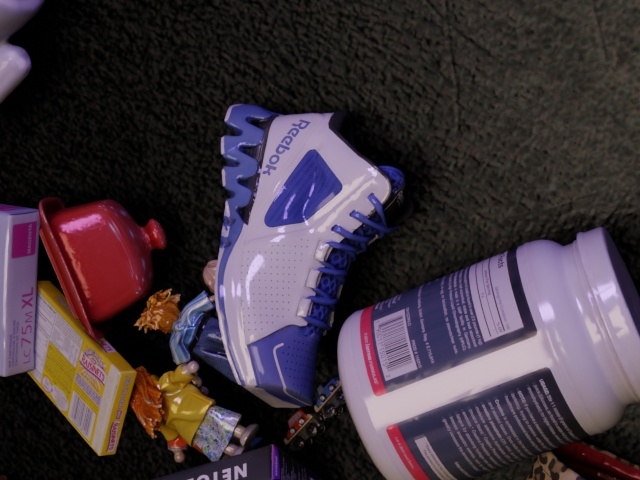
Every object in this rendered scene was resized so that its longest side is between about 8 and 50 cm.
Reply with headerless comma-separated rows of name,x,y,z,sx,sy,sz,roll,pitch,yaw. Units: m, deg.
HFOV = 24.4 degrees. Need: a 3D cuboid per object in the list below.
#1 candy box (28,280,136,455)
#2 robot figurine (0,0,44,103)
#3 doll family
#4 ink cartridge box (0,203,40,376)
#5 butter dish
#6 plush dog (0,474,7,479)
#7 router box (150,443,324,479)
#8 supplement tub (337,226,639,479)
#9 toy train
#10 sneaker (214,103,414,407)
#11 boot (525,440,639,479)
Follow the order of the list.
candy box,-0.271,0.137,1.620,0.206,0.027,0.105,39,118,43
robot figurine,-0.437,-0.259,1.588,0.353,0.200,0.300,-36,88,22
doll family,-0.123,0.132,1.564,0.163,0.118,0.263,28,105,13
ink cartridge box,-0.460,0.038,1.697,0.311,0.065,0.185,9,100,31
butter dish,-0.222,0.013,1.588,0.118,0.160,0.160,-21,93,-1
plush dog,-0.421,0.398,1.706,0.225,0.210,0.262,-12,96,-3
router box,-0.091,0.281,1.570,0.179,0.133,0.046,-19,53,23
supplement tub,0.171,0.114,1.396,0.272,0.191,0.191,-22,89,15
toy train,-0.017,0.199,1.584,0.158,0.027,0.036,-48,69,21
sneaker,0.000,-0.001,1.463,0.182,0.127,0.315,-7,72,17
boot,0.306,0.386,1.428,0.377,0.138,0.284,29,108,21
